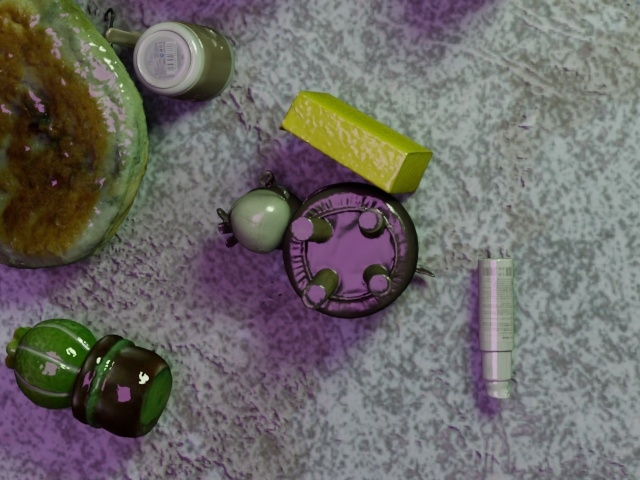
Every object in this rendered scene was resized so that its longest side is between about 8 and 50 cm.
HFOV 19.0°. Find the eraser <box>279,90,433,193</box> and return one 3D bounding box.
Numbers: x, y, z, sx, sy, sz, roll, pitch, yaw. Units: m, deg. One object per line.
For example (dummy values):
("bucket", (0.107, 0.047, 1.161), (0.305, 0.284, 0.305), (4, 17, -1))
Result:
("eraser", (0.035, -0.092, 1.777), (0.122, 0.097, 0.045), (30, 102, 13))

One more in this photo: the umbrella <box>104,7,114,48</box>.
("umbrella", (-0.213, -0.155, 1.889), (0.022, 0.022, 0.148), (10, 96, 58))

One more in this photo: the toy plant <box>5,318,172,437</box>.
("toy plant", (-0.231, 0.129, 1.868), (0.162, 0.093, 0.092), (19, 97, 18))

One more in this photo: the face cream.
("face cream", (0.163, 0.082, 1.778), (0.034, 0.034, 0.130), (-1, 91, 16))

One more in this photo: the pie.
("pie", (-0.292, -0.114, 1.869), (0.303, 0.067, 0.302), (7, 105, 28))

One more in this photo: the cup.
("cup", (-0.140, -0.181, 1.824), (0.074, 0.099, 0.102), (-44, 80, 13))

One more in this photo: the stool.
("stool", (0.000, 0.000, 1.782), (0.217, 0.121, 0.125), (22, 99, 9))
